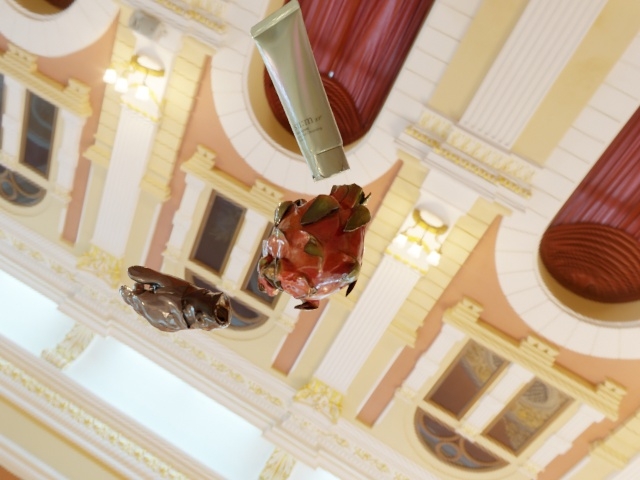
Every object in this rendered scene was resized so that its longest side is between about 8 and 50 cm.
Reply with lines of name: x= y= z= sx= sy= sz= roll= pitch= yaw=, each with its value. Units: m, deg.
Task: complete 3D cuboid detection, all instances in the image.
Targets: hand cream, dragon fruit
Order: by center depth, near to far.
dragon fruit: x=-0.001 y=-0.001 z=0.435 sx=0.081 sy=0.086 sz=0.116 roll=52 pitch=-135 yaw=-30
hand cream: x=-0.020 y=-0.171 z=0.642 sx=0.050 sy=0.078 sz=0.205 roll=-28 pitch=-82 yaw=-51

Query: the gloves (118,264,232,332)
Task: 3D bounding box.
gloves: x=-0.313 y=0.122 z=1.123 sx=0.285 sy=0.142 sz=0.119 roll=9 pitch=-151 yaw=33
